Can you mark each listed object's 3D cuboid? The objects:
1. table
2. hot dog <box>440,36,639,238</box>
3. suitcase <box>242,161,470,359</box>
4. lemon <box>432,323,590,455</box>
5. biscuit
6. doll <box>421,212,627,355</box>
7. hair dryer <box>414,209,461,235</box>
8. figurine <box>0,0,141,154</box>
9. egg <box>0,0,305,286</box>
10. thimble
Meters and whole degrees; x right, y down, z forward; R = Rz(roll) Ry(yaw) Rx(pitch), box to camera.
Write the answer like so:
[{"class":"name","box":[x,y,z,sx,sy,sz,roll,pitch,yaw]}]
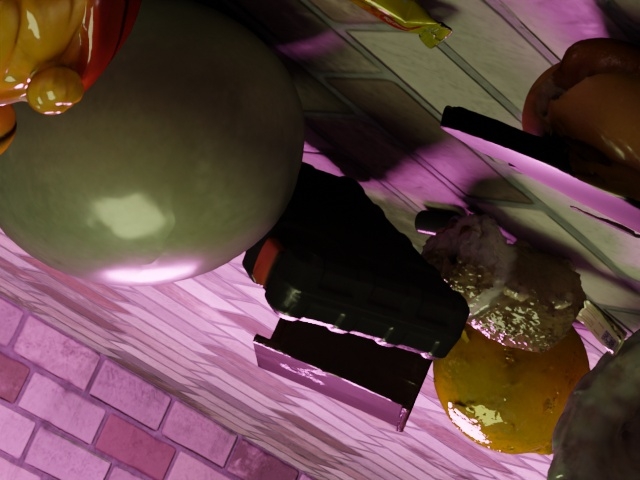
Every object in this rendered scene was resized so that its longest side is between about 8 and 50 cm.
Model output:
[{"class":"table","box":[0.043,0.099,1.942,0.193,0.169,0.172,23,166,5]},{"class":"hot dog","box":[0.246,-0.058,1.177,0.194,0.107,0.326,24,179,44]},{"class":"suitcase","box":[0.000,0.000,1.571,0.206,0.066,0.285,17,-161,-31]},{"class":"lemon","box":[0.208,0.143,1.826,0.173,0.173,0.206,5,143,53]},{"class":"biscuit","box":[-0.033,-0.219,1.204,0.292,0.026,0.048,28,173,-11]},{"class":"doll","box":[0.199,0.050,1.643,0.221,0.105,0.115,20,125,-13]},{"class":"hair dryer","box":[0.138,-0.007,1.707,0.047,0.026,0.083,13,170,45]},{"class":"figurine","box":[-0.235,-0.208,1.169,0.323,0.196,0.320,37,141,57]},{"class":"egg","box":[-0.161,-0.086,1.428,0.258,0.258,0.352,32,165,-28]},{"class":"thimble","box":[0.373,0.234,1.639,0.291,0.291,0.195,9,158,46]}]
